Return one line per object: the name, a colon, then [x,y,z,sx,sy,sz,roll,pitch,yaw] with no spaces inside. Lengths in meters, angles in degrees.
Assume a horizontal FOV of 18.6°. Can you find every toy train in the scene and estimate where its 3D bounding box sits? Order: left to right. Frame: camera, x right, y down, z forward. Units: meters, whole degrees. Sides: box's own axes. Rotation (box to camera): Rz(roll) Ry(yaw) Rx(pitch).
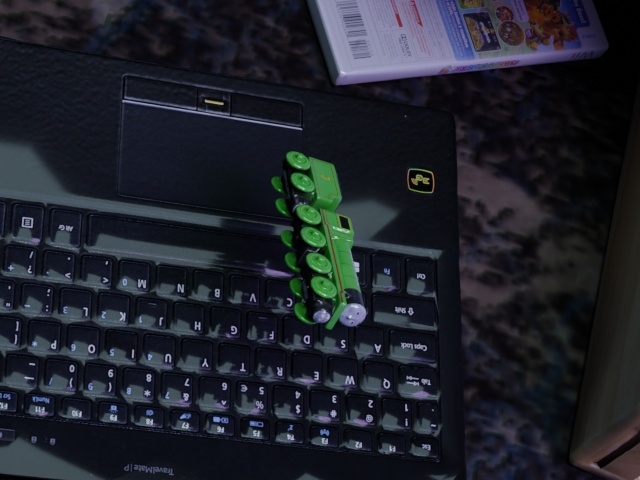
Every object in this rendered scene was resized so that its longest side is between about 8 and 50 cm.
toy train: [0.000,0.000,0.651,0.024,0.017,0.083,17,35,-23]

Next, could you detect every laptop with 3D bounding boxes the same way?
laptop: [-0.040,0.030,0.619,0.234,0.136,0.264,9,63,-17]

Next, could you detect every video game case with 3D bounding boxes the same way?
video game case: [0.050,-0.108,0.789,0.122,0.011,0.087,-8,68,-23]

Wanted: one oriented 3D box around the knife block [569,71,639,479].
knife block: [0.169,-0.065,0.768,0.276,0.088,0.242,-23,75,-27]
